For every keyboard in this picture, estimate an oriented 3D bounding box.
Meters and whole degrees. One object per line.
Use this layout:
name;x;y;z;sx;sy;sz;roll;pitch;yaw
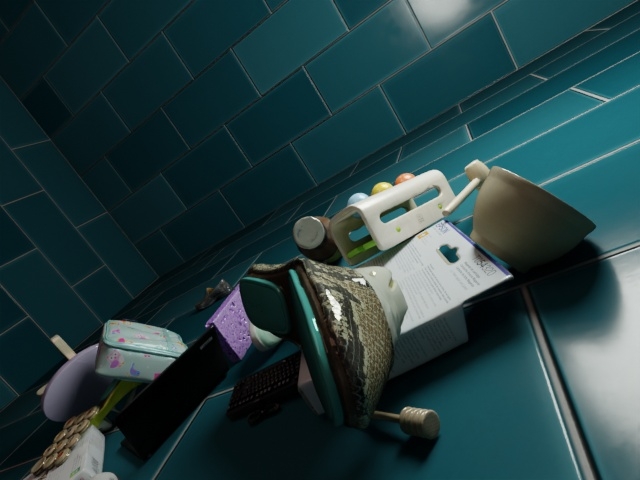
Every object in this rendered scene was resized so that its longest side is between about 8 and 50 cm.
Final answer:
keyboard;-0.095;0.258;0.710;0.180;0.023;0.108;-33;31;25

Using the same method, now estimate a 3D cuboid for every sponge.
sponge;-0.196;0.190;1.022;0.031;0.117;0.210;-25;16;24

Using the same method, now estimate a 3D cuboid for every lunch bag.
lunch bag;-0.481;0.297;1.121;0.279;0.223;0.108;4;80;65

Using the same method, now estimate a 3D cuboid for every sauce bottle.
sauce bottle;0.000;0.000;1.018;0.111;0.112;0.344;-32;-7;5

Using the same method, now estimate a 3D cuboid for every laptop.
laptop;-0.324;0.310;0.862;0.264;0.137;0.234;-17;21;49

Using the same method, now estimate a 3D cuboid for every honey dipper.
honey dipper;0.076;0.217;0.511;0.030;0.031;0.160;-43;14;-34

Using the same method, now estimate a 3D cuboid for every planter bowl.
planter bowl;0.293;-0.021;0.608;0.109;0.162;0.162;-58;9;14

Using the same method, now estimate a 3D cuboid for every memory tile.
memory tile;-0.582;0.454;0.941;0.113;0.012;0.148;-28;23;18

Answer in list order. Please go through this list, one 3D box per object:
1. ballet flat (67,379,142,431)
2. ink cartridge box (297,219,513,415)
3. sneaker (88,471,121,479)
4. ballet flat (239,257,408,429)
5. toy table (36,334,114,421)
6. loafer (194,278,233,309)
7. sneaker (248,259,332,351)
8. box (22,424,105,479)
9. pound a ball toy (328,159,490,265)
ballet flat;-0.550;0.436;1.058;0.077;0.077;0.231;-23;23;42
ink cartridge box;0.122;0.105;0.705;0.329;0.072;0.324;-28;14;9
sneaker;-0.403;0.420;0.647;0.090;0.145;0.270;-36;14;-9
ballet flat;0.009;0.090;0.587;0.181;0.164;0.482;-15;7;-19
toy table;-0.741;0.412;1.285;0.160;0.253;0.274;4;24;43
loafer;-0.418;0.206;1.580;0.170;0.061;0.062;-32;15;8
sneaker;-0.049;0.135;0.916;0.151;0.094;0.256;-28;13;37
box;-0.602;0.553;0.838;0.322;0.059;0.232;-37;14;-21
pound a ball toy;0.194;-0.086;0.883;0.319;0.136;0.208;-26;-5;-34
